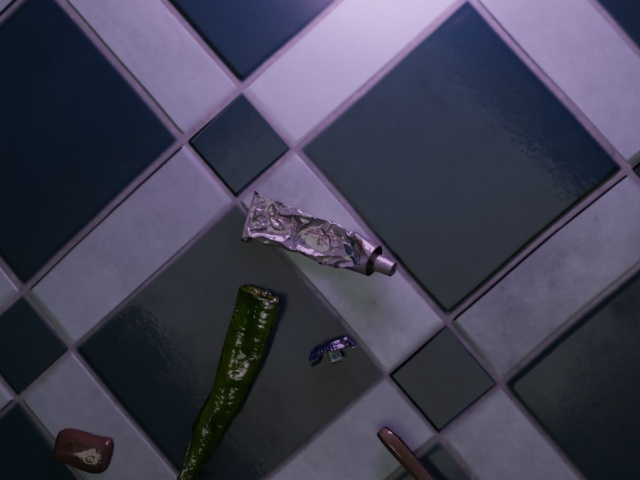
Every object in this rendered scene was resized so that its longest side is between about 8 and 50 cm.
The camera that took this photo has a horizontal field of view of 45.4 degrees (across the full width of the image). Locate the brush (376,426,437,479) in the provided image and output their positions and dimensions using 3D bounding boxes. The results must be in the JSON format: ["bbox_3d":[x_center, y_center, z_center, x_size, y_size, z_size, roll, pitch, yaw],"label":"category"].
[{"bbox_3d":[0.218,0.407,1.195,0.065,0.070,0.327,-43,85,-14],"label":"brush"}]

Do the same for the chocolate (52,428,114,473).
[{"bbox_3d":[-0.398,0.349,1.266,0.100,0.031,0.065,16,88,7],"label":"chocolate"}]

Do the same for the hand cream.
[{"bbox_3d":[0.001,0.000,1.215,0.256,0.050,0.084,19,91,11],"label":"hand cream"}]

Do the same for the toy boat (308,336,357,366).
[{"bbox_3d":[0.019,0.181,1.219,0.083,0.038,0.038,-25,88,5],"label":"toy boat"}]

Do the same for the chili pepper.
[{"bbox_3d":[-0.151,0.248,1.219,0.084,0.076,0.359,18,89,32],"label":"chili pepper"}]
